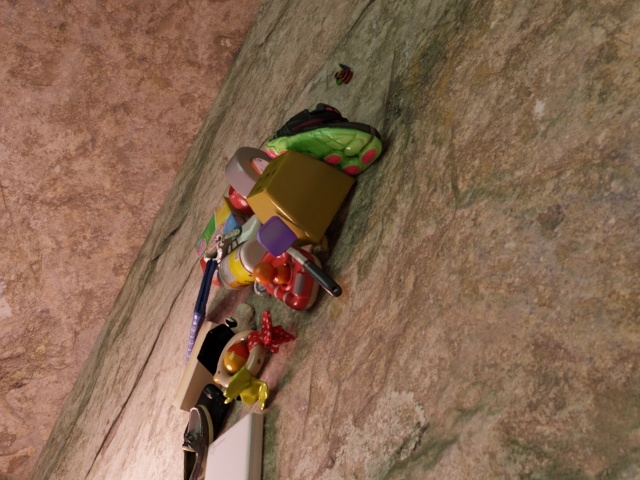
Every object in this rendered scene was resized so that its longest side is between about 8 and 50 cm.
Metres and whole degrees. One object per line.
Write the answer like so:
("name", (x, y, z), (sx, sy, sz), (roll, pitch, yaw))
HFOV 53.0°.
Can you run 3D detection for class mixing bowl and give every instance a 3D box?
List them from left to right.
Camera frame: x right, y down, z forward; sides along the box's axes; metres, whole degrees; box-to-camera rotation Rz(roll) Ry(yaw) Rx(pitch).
("mixing bowl", (-0.269, -0.182, 2.329), (0.181, 0.098, 0.181), (-43, 33, 37))

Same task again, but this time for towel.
("towel", (-0.391, 0.247, 2.105), (0.336, 0.040, 0.243), (109, 171, -45))

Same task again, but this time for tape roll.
("tape roll", (-0.193, -0.202, 2.055), (0.072, 0.219, 0.219), (-50, 29, 28))

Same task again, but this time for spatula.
("spatula", (-0.049, 0.046, 1.580), (0.084, 0.030, 0.296), (-43, 56, -9))

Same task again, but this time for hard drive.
("hard drive", (-0.220, 0.627, 1.557), (0.233, 0.047, 0.353), (-45, 31, 36))

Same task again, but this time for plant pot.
("plant pot", (-0.071, -0.122, 1.730), (0.212, 0.187, 0.212), (-60, 21, -19))

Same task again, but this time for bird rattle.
("bird rattle", (-0.195, 0.299, 1.662), (0.207, 0.143, 0.254), (-3, 67, 46))

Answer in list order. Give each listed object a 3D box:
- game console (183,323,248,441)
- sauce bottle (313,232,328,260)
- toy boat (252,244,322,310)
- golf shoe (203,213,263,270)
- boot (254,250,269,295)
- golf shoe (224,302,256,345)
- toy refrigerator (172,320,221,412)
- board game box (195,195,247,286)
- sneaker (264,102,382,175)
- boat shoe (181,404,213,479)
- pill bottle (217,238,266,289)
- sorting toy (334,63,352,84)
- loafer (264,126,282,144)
("game console", (-0.303, 0.432, 1.823), (0.213, 0.044, 0.361), (34, 104, 40))
("sauce bottle", (0.000, 0.000, 1.710), (0.042, 0.042, 0.128), (-49, 25, 30))
("toy boat", (-0.106, 0.088, 1.671), (0.231, 0.151, 0.151), (23, 103, 61))
("golf shoe", (-0.283, 0.006, 2.163), (0.273, 0.120, 0.105), (-52, 26, 22))
("boot", (-0.148, 0.069, 1.860), (0.190, 0.069, 0.086), (-66, -17, -3))
("golf shoe", (-0.245, 0.234, 1.919), (0.069, 0.086, 0.176), (-58, 25, 17))
("toy refrigerator", (-0.349, 0.389, 1.959), (0.094, 0.102, 0.270), (-3, 65, 62))
("board game box", (-0.367, -0.005, 2.394), (0.242, 0.064, 0.316), (-60, 25, 11))
("sneaker", (0.005, -0.302, 1.804), (0.482, 0.185, 0.202), (14, 71, 56))
("boat shoe", (-0.341, 0.564, 1.751), (0.080, 0.073, 0.224), (-17, 71, 41))
("pill bottle", (-0.241, 0.082, 2.009), (0.215, 0.117, 0.117), (-33, 40, 49))
("sorting toy", (0.066, -0.537, 2.067), (0.061, 0.042, 0.102), (-65, 25, -1))
("loafer", (-0.088, -0.348, 2.140), (0.268, 0.102, 0.092), (1, 67, 53))
